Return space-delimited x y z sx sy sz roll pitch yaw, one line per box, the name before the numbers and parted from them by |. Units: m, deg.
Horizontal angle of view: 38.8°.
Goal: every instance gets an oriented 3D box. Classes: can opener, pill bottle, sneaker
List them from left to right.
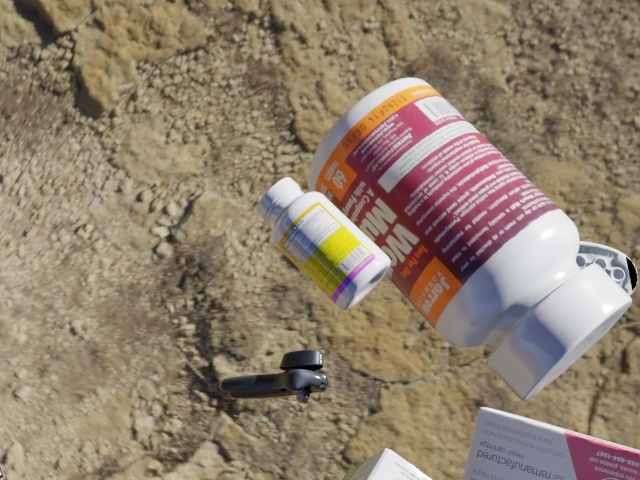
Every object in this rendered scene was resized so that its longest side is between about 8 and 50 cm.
can opener | -0.069 0.217 1.380 0.059 0.186 0.073 47 39 -37
pill bottle | 0.000 0.000 0.554 0.043 0.043 0.083 -40 76 -23
pill bottle | 0.102 -0.002 0.642 0.121 0.121 0.221 -32 68 -24
sneaker | 0.389 0.079 1.629 0.322 0.236 0.130 -9 84 12

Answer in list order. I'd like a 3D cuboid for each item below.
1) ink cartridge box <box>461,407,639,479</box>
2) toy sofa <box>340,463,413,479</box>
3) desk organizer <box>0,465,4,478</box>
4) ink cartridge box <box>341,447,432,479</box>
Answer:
ink cartridge box | 0.197 0.279 0.755 0.100 0.172 0.237 23 80 -51
toy sofa | 0.104 0.538 1.751 0.177 0.362 0.150 -34 86 -16
desk organizer | -0.535 0.364 1.341 0.130 0.050 0.047 -41 62 14
ink cartridge box | 0.047 0.479 1.388 0.117 0.201 0.278 36 61 1
